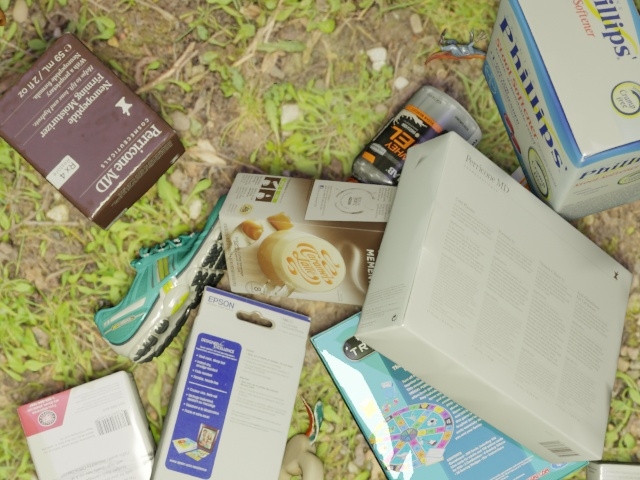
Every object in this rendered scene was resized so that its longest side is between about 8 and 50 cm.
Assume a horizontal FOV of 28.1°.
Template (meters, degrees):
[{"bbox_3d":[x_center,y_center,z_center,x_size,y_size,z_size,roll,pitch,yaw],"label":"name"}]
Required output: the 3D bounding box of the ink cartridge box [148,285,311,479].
[{"bbox_3d":[-0.125,0.241,1.733,0.165,0.065,0.333,18,66,-11],"label":"ink cartridge box"}]

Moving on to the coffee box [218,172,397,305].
[{"bbox_3d":[0.000,0.000,1.725,0.246,0.141,0.098,5,41,14],"label":"coffee box"}]

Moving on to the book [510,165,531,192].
[{"bbox_3d":[0.311,-0.064,1.832,0.096,0.035,0.144,42,86,8],"label":"book"}]

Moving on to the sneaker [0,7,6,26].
[{"bbox_3d":[-0.567,-0.253,1.787,0.290,0.106,0.123,-44,85,-6],"label":"sneaker"}]

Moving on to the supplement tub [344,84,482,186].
[{"bbox_3d":[0.125,-0.114,1.787,0.117,0.117,0.190,41,85,2],"label":"supplement tub"}]

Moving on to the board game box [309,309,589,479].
[{"bbox_3d":[0.175,0.222,1.776,0.253,0.079,0.336,-29,86,-4],"label":"board game box"}]

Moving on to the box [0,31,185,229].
[{"bbox_3d":[-0.318,-0.146,1.753,0.203,0.167,0.168,43,85,2],"label":"box"}]

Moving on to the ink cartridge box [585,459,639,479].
[{"bbox_3d":[0.440,0.404,1.766,0.139,0.082,0.191,3,84,-1],"label":"ink cartridge box"}]

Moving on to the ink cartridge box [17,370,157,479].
[{"bbox_3d":[-0.301,0.306,1.751,0.158,0.092,0.218,-19,84,-3],"label":"ink cartridge box"}]

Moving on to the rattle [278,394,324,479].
[{"bbox_3d":[0.002,0.332,1.770,0.142,0.130,0.200,24,58,-10],"label":"rattle"}]

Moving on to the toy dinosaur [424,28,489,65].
[{"bbox_3d":[0.210,-0.276,1.854,0.082,0.047,0.090,31,118,-7],"label":"toy dinosaur"}]

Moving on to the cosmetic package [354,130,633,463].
[{"bbox_3d":[0.237,0.081,1.650,0.377,0.097,0.284,35,59,-28],"label":"cosmetic package"}]

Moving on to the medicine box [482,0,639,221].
[{"bbox_3d":[0.339,-0.192,1.692,0.149,0.289,0.263,-18,74,-3],"label":"medicine box"}]

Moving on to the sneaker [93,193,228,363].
[{"bbox_3d":[-0.207,0.039,1.777,0.110,0.107,0.275,37,83,15],"label":"sneaker"}]
